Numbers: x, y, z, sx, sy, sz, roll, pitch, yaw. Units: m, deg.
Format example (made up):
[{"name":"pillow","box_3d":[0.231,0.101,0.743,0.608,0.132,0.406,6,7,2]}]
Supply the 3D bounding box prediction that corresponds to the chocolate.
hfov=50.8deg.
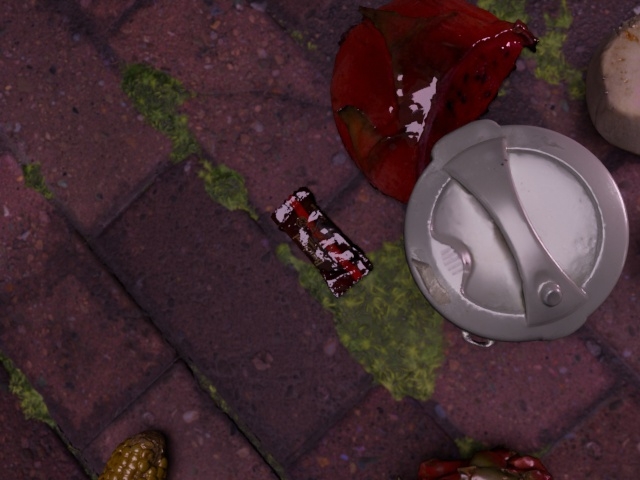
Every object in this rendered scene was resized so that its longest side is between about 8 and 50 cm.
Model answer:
[{"name":"chocolate","box_3d":[0.000,0.000,1.076,0.086,0.028,0.182,-40,81,8]}]

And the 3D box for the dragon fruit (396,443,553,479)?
[{"name":"dragon fruit","box_3d":[0.199,0.416,0.894,0.302,0.237,0.231,-36,90,-20]}]

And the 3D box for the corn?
[{"name":"corn","box_3d":[-0.327,0.453,1.057,0.119,0.119,0.322,19,84,12]}]

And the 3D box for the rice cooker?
[{"name":"rice cooker","box_3d":[0.249,-0.006,0.905,0.288,0.277,0.288,-1,83,11]}]

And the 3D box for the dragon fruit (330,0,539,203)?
[{"name":"dragon fruit","box_3d":[0.134,-0.253,1.043,0.282,0.100,0.343,32,91,16]}]

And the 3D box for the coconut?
[{"name":"coconut","box_3d":[0.488,-0.209,0.917,0.241,0.241,0.241,-1,85,11]}]
